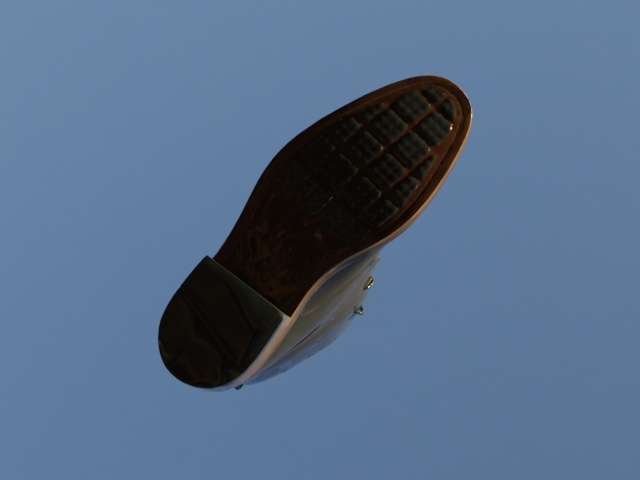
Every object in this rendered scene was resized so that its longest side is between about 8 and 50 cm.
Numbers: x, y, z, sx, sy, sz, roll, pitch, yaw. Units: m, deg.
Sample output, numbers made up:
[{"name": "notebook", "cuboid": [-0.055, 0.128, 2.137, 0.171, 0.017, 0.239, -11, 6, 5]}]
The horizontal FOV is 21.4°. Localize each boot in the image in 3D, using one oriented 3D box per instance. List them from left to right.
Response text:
[{"name": "boot", "cuboid": [0.000, 0.000, 0.948, 0.219, 0.106, 0.082, -44, -103, -4]}]
